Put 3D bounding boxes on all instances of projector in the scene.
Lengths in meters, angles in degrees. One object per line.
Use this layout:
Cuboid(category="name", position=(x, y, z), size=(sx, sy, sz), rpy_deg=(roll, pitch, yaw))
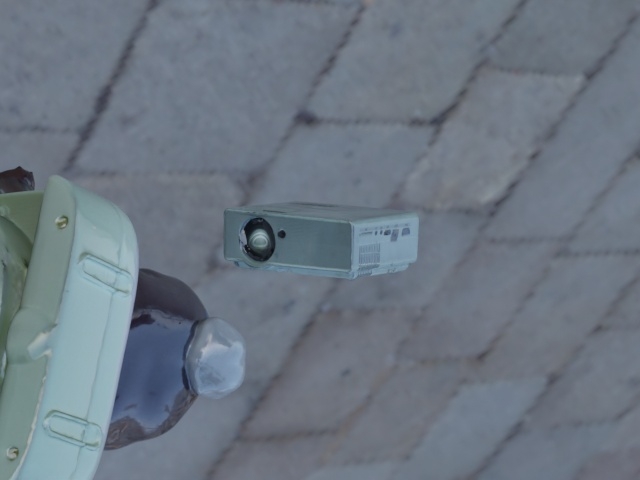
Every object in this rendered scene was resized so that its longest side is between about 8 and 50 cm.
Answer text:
Cuboid(category="projector", position=(0.000, 0.000, 1.640), size=(0.115, 0.147, 0.061), rpy_deg=(-5, 98, -54))

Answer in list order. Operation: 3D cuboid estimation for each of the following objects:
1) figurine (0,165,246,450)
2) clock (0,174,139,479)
Cuboid(category="figurine", position=(-0.252, 0.076, 1.926), size=(0.206, 0.365, 0.218), rpy_deg=(23, 110, -38))
Cuboid(category="clock", position=(-0.308, 0.082, 1.410), size=(0.324, 0.265, 0.108), rpy_deg=(1, 164, 30))
